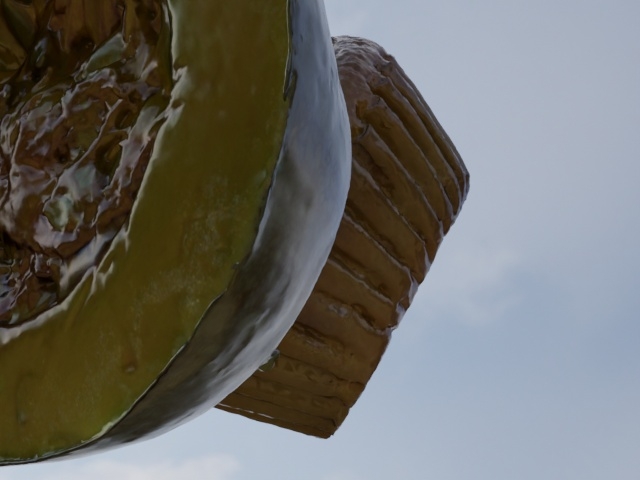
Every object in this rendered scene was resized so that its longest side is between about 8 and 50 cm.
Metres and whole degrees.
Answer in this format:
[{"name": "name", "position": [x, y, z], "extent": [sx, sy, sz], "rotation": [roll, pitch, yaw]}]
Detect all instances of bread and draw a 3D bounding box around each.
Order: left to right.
[{"name": "bread", "position": [0.000, 0.000, 0.995], "extent": [0.149, 0.274, 0.274], "rotation": [27, -32, -4]}]

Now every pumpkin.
[{"name": "pumpkin", "position": [-0.062, -0.034, 0.444], "extent": [0.217, 0.217, 0.110], "rotation": [-16, -23, 34]}]
